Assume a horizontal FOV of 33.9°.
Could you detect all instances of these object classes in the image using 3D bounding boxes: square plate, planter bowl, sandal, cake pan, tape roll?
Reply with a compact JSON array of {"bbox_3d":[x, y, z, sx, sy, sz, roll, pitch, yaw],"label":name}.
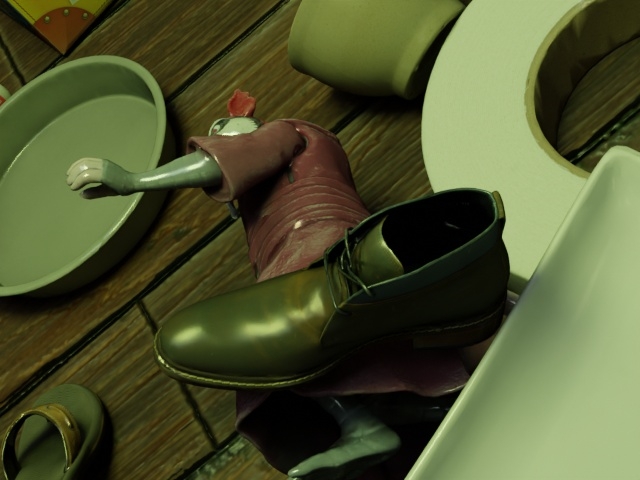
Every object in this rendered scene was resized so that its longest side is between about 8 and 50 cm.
[{"bbox_3d":[0.232,0.167,0.596,0.344,0.049,0.347,31,79,15],"label":"square plate"},{"bbox_3d":[0.063,-0.194,0.941,0.109,0.162,0.162,36,82,13],"label":"planter bowl"},{"bbox_3d":[-0.241,0.180,0.889,0.090,0.060,0.219,-21,23,13],"label":"sandal"},{"bbox_3d":[-0.273,-0.063,1.110,0.293,0.054,0.293,-15,54,22],"label":"cake pan"},{"bbox_3d":[0.266,-0.114,0.808,0.392,0.072,0.392,-16,54,23],"label":"tape roll"}]

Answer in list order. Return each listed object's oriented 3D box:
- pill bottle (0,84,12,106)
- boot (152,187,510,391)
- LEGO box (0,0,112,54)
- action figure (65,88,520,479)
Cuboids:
[{"bbox_3d":[-0.426,-0.115,1.213,0.087,0.087,0.160,14,70,37],"label":"pill bottle"},{"bbox_3d":[0.007,0.022,0.612,0.219,0.106,0.082,-11,53,-9],"label":"boot"},{"bbox_3d":[-0.299,-0.533,1.333,0.500,0.193,0.372,-49,49,-5],"label":"LEGO box"},{"bbox_3d":[0.000,0.000,0.779,0.276,0.248,0.370,-30,53,10],"label":"action figure"}]
